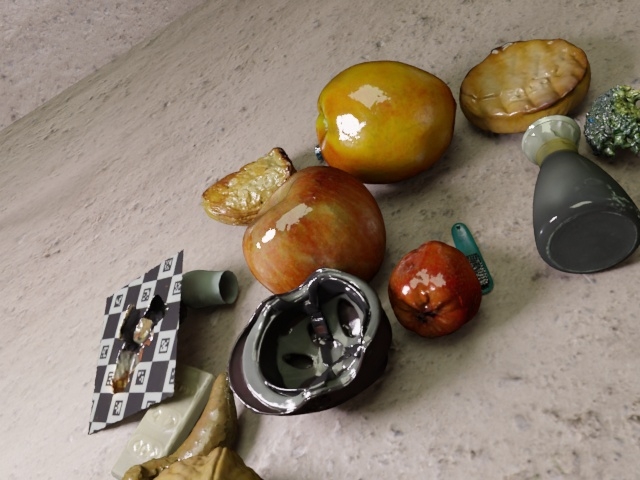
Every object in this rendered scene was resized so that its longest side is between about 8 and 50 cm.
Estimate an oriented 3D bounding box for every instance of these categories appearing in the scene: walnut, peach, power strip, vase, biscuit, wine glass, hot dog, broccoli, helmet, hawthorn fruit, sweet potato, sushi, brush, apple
[{"bbox_3d":[-0.171,0.433,0.878,0.228,0.228,0.228,-15,45,16],"label":"walnut"},{"bbox_3d":[0.155,-0.275,1.320,0.333,0.307,0.307,-9,45,0],"label":"peach"},{"bbox_3d":[-0.298,0.371,1.118,0.105,0.070,0.256,7,56,34],"label":"power strip"},{"bbox_3d":[0.473,-0.103,1.082,0.173,0.173,0.321,-13,39,18],"label":"vase"},{"bbox_3d":[0.478,-0.361,1.347,0.296,0.102,0.296,-18,42,17],"label":"biscuit"},{"bbox_3d":[-0.295,0.115,1.333,0.202,0.093,0.093,-6,49,23],"label":"wine glass"},{"bbox_3d":[-0.178,-0.127,1.481,0.259,0.114,0.175,-31,48,2],"label":"hot dog"},{"bbox_3d":[0.616,-0.233,1.148,0.160,0.167,0.154,9,83,3],"label":"broccoli"},{"bbox_3d":[-0.003,0.202,1.037,0.305,0.177,0.225,-34,52,9],"label":"helmet"},{"bbox_3d":[0.208,0.092,1.050,0.173,0.173,0.179,-28,17,2],"label":"hawthorn fruit"},{"bbox_3d":[-0.236,0.387,1.029,0.098,0.124,0.310,-11,27,51],"label":"sweet potato"},{"bbox_3d":[-0.379,0.227,1.261,0.320,0.069,0.339,-30,49,32],"label":"sushi"},{"bbox_3d":[0.297,0.025,1.140,0.043,0.032,0.193,-20,46,11],"label":"brush"},{"bbox_3d":[0.000,0.000,1.177,0.302,0.301,0.301,-15,45,16],"label":"apple"}]

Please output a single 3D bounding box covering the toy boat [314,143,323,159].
[{"bbox_3d":[0.053,-0.248,1.509,0.140,0.059,0.066,-27,72,6],"label":"toy boat"}]
